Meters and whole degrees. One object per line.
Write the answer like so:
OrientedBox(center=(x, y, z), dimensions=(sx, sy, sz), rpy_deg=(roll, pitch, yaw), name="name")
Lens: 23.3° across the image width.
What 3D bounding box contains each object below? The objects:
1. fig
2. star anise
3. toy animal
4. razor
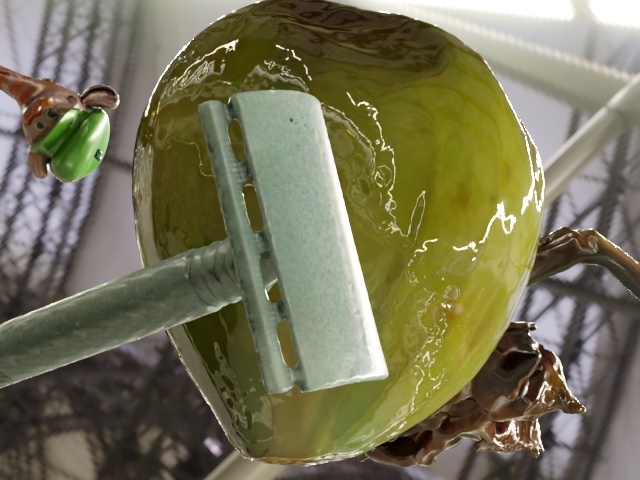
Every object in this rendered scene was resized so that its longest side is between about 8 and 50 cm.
OrientedBox(center=(0.000, 0.000, 0.883), dimensions=(0.239, 0.271, 0.239), rpy_deg=(15, -23, 6), name="fig")
OrientedBox(center=(0.114, 0.084, 1.133), dimensions=(0.237, 0.346, 0.148), rpy_deg=(101, -24, -62), name="star anise")
OrientedBox(center=(-0.251, -0.113, 1.149), dimensions=(0.208, 0.100, 0.103), rpy_deg=(19, 2, 4), name="toy animal")
OrientedBox(center=(-0.085, 0.028, 0.605), dimensions=(0.232, 0.068, 0.106), rpy_deg=(-19, -101, 36), name="razor")
